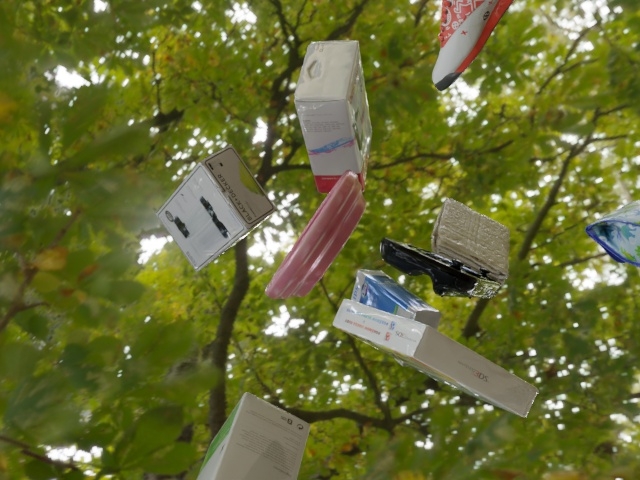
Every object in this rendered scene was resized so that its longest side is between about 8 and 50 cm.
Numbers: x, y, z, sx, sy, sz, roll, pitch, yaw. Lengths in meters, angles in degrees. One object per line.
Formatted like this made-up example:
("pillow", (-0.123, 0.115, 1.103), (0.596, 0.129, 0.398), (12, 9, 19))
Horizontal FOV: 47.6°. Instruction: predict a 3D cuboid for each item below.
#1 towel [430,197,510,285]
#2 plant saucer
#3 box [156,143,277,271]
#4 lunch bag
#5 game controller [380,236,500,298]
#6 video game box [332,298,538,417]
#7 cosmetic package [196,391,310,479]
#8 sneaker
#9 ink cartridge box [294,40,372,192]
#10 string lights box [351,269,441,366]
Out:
("towel", (0.358, 0.000, 1.713), (0.187, 0.049, 0.282), (28, -151, 2))
("plant saucer", (0.000, 0.000, 1.600), (0.084, 0.332, 0.332), (33, -125, -3))
("box", (-0.227, -0.060, 1.539), (0.087, 0.290, 0.169), (-36, -90, -35))
("lunch bag", (0.546, -0.019, 1.217), (0.128, 0.151, 0.096), (-22, -61, -26))
("game controller", (0.206, 0.046, 1.224), (0.166, 0.067, 0.319), (34, -173, 20))
("video game box", (0.144, 0.149, 0.932), (0.205, 0.187, 0.048), (30, -101, -27))
("cosmetic package", (-0.151, 0.481, 1.287), (0.155, 0.197, 0.366), (29, -147, -6))
("sneaker", (0.209, -0.371, 1.106), (0.145, 0.270, 0.090), (31, -145, -5))
("ink cartridge box", (0.040, -0.298, 1.779), (0.131, 0.306, 0.226), (2, -128, 12))
("string lights box", (0.165, 0.175, 1.705), (0.076, 0.259, 0.133), (4, -72, -29))
